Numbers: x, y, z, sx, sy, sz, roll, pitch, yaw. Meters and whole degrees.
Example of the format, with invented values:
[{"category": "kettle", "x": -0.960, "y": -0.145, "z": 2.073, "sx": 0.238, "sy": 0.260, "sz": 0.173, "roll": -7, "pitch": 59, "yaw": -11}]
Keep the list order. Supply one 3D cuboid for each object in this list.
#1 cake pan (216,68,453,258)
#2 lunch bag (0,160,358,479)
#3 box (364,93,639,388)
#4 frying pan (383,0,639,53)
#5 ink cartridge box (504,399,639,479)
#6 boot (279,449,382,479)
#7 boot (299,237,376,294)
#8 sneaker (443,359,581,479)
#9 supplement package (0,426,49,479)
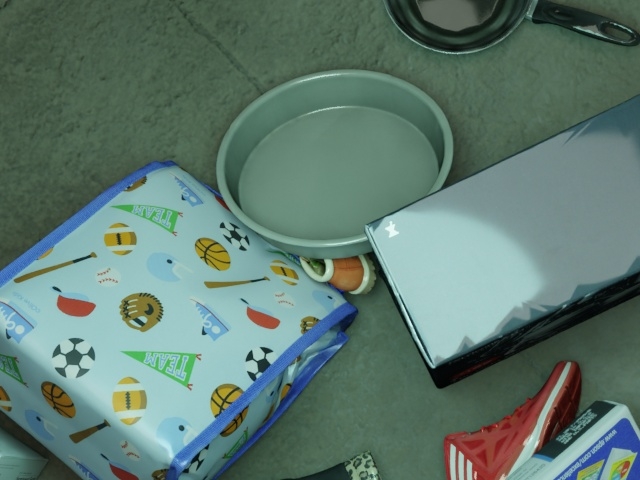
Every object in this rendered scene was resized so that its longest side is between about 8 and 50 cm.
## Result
[{"category": "cake pan", "x": 0.020, "y": -0.091, "z": 1.881, "sx": 0.293, "sy": 0.054, "sz": 0.293, "roll": -5, "pitch": 50, "yaw": 6}, {"category": "lunch bag", "x": -0.181, "y": 0.108, "z": 1.823, "sx": 0.328, "sy": 0.239, "sz": 0.385, "roll": 37, "pitch": 53, "yaw": 10}, {"category": "box", "x": 0.246, "y": 0.015, "z": 1.767, "sx": 0.343, "sy": 0.312, "sz": 0.179, "roll": -26, "pitch": 78, "yaw": 1}, {"category": "frying pan", "x": 0.241, "y": -0.333, "z": 1.962, "sx": 0.326, "sy": 0.053, "sz": 0.197, "roll": -1, "pitch": 80, "yaw": 4}, {"category": "ink cartridge box", "x": 0.296, "y": 0.393, "z": 1.749, "sx": 0.304, "sy": 0.072, "sz": 0.307, "roll": -37, "pitch": 109, "yaw": -22}, {"category": "boot", "x": 0.018, "y": 0.383, "z": 1.841, "sx": 0.179, "sy": 0.085, "sz": 0.236, "roll": -21, "pitch": 78, "yaw": -1}, {"category": "boot", "x": 0.000, "y": 0.000, "z": 1.889, "sx": 0.059, "sy": 0.085, "sz": 0.158, "roll": -57, "pitch": 46, "yaw": 26}, {"category": "sneaker", "x": 0.223, "y": 0.225, "z": 1.848, "sx": 0.128, "sy": 0.087, "sz": 0.221, "roll": 17, "pitch": 60, "yaw": 28}, {"category": "supplement package", "x": -0.498, "y": 0.252, "z": 1.854, "sx": 0.262, "sy": 0.204, "sz": 0.145, "roll": 33, "pitch": 86, "yaw": 10}]
